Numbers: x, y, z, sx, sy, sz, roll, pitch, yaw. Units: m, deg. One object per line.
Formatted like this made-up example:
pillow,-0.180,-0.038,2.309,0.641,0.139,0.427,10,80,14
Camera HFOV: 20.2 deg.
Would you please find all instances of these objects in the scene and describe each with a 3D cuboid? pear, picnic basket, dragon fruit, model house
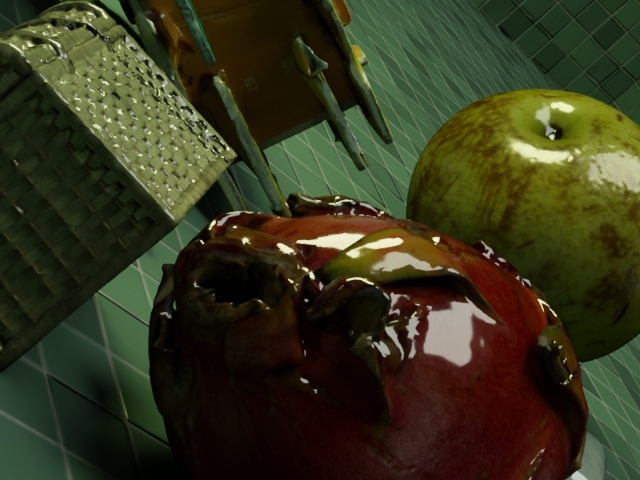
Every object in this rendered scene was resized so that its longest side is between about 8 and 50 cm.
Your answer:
pear,0.218,-0.008,1.753,0.283,0.283,0.283,44,15,-15
picnic basket,-0.158,-0.047,1.014,0.154,0.134,0.196,51,15,-6
dragon fruit,0.030,0.092,1.028,0.250,0.250,0.315,53,-3,17
model house,-0.048,-0.202,1.387,0.313,0.242,0.358,62,-2,22

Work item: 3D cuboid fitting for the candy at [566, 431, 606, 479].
candy,0.132,0.155,1.357,0.174,0.071,0.138,20,13,7

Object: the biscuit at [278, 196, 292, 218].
biscuit,0.000,0.000,1.569,0.081,0.018,0.083,57,17,26
